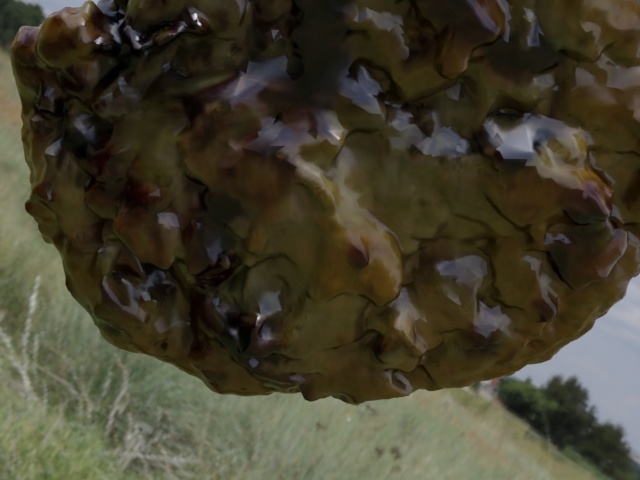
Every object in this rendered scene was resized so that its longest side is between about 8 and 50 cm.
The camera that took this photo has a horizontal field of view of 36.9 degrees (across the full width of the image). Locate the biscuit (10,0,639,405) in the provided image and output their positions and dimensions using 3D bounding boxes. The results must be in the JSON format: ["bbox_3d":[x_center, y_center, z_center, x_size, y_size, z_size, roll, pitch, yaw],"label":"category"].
[{"bbox_3d":[0.004,-0.050,0.461,0.334,0.289,0.081,-9,17,13],"label":"biscuit"}]
